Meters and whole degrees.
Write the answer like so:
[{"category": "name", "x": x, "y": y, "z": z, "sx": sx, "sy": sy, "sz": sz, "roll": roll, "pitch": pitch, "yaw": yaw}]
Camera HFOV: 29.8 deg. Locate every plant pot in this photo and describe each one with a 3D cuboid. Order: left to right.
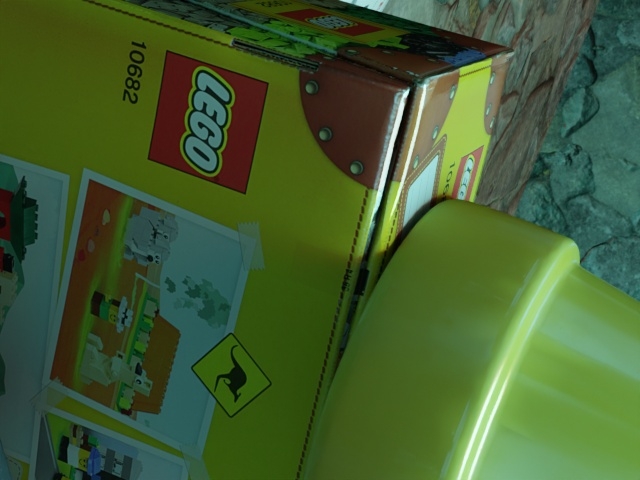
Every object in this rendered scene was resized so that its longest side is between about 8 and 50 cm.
[{"category": "plant pot", "x": 0.145, "y": 0.131, "z": 0.706, "sx": 0.254, "sy": 0.239, "sz": 0.254, "roll": -53, "pitch": 155, "yaw": -38}]

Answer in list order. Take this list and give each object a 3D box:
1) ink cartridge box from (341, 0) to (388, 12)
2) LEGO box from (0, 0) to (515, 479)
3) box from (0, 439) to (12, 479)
[{"category": "ink cartridge box", "x": -0.019, "y": -0.250, "z": 1.109, "sx": 0.207, "sy": 0.117, "sz": 0.283, "roll": -58, "pitch": 169, "yaw": 33}, {"category": "LEGO box", "x": -0.124, "y": 0.064, "z": 0.840, "sx": 0.193, "sy": 0.372, "sz": 0.500, "roll": -29, "pitch": 136, "yaw": -62}, {"category": "box", "x": -0.288, "y": 0.178, "z": 0.723, "sx": 0.165, "sy": 0.143, "sz": 0.270, "roll": -35, "pitch": 117, "yaw": -56}]
